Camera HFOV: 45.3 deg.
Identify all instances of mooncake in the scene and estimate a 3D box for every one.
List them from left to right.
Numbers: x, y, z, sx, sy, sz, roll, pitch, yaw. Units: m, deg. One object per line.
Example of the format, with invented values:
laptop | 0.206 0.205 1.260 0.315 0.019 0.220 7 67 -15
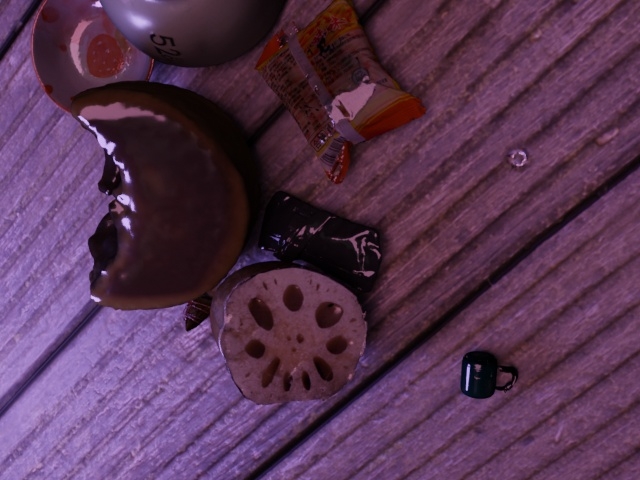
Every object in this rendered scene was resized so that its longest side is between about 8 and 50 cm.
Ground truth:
mooncake | -0.308 -0.078 1.372 0.393 0.246 0.394 44 109 -11

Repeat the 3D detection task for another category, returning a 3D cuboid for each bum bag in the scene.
bum bag | 0.000 0.000 1.385 0.248 0.060 0.123 22 106 18

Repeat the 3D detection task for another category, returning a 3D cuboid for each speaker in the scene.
speaker | 0.288 0.234 1.314 0.094 0.060 0.075 6 103 20

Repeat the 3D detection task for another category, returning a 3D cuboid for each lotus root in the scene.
lotus root | -0.070 0.153 1.362 0.272 0.192 0.272 -3 97 -20

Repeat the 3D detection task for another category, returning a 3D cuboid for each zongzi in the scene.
zongzi | -0.247 0.151 1.503 0.067 0.073 0.083 25 110 -4

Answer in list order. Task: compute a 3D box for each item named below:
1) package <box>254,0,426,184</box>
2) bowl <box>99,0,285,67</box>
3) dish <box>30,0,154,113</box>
package | 0.024 -0.271 1.301 0.223 0.108 0.288 -38 82 21
bowl | -0.236 -0.477 1.277 0.354 0.185 0.354 1 94 7
dish | -0.417 -0.363 1.465 0.260 0.085 0.260 2 99 15
